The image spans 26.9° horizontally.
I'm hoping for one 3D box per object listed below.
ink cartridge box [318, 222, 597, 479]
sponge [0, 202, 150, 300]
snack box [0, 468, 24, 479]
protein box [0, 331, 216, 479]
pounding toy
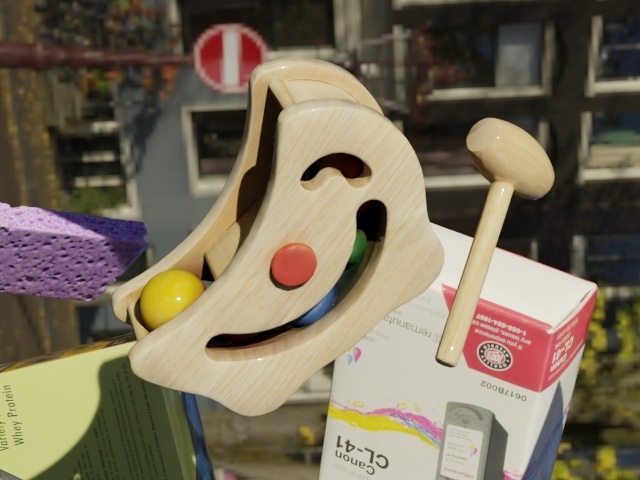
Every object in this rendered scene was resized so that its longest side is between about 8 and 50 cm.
[{"bbox_3d":[0.131,0.158,1.364,0.131,0.226,0.306,-34,138,-54],"label":"ink cartridge box"},{"bbox_3d":[-0.288,0.012,1.336,0.117,0.210,0.031,-42,-125,36],"label":"sponge"},{"bbox_3d":[-0.281,0.294,0.851,0.322,0.060,0.187,-63,179,-12],"label":"snack box"},{"bbox_3d":[-0.232,0.208,1.375,0.136,0.201,0.199,-32,108,-85],"label":"protein box"},{"bbox_3d":[0.000,0.000,0.781,0.154,0.269,0.155,46,7,-33],"label":"pounding toy"}]
